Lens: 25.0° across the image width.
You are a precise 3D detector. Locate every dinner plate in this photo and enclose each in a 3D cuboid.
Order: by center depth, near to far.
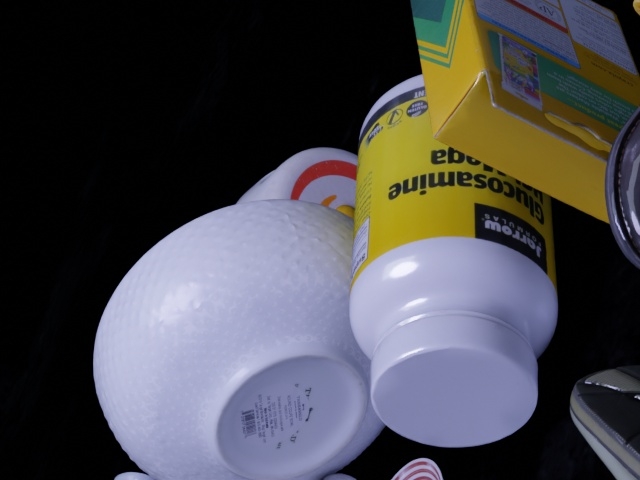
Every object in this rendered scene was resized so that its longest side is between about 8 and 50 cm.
[{"bbox_3d":[0.082,0.277,1.380,0.141,0.017,0.141,-51,25,35],"label":"dinner plate"}]

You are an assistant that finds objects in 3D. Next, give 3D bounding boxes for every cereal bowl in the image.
[{"bbox_3d":[-0.050,0.136,1.448,0.339,0.339,0.141,-58,36,19],"label":"cereal bowl"}]

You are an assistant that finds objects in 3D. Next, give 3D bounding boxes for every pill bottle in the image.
[{"bbox_3d":[0.122,0.014,1.331,0.188,0.188,0.334,-48,26,40],"label":"pill bottle"}]

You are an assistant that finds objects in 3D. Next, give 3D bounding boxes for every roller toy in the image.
[{"bbox_3d":[0.000,0.000,1.653,0.146,0.191,0.209,-34,36,54],"label":"roller toy"}]

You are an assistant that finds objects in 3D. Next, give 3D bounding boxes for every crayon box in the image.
[{"bbox_3d":[0.194,-0.140,1.300,0.083,0.203,0.323,-54,22,30],"label":"crayon box"}]

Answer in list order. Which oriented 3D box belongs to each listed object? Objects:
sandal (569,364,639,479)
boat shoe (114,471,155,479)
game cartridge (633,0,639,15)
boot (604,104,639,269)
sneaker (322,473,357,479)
[{"bbox_3d":[0.251,0.183,0.956,0.303,0.120,0.086,-109,19,-65],"label":"sandal"},{"bbox_3d":[-0.291,0.408,2.127,0.183,0.065,0.083,130,153,-51],"label":"boat shoe"},{"bbox_3d":[0.403,-0.293,1.062,0.324,0.052,0.285,-54,19,-9],"label":"game cartridge"},{"bbox_3d":[0.331,-0.106,1.080,0.229,0.091,0.263,-17,49,65],"label":"boot"},{"bbox_3d":[-0.011,0.346,1.470,0.094,0.080,0.212,-47,17,56],"label":"sneaker"}]
